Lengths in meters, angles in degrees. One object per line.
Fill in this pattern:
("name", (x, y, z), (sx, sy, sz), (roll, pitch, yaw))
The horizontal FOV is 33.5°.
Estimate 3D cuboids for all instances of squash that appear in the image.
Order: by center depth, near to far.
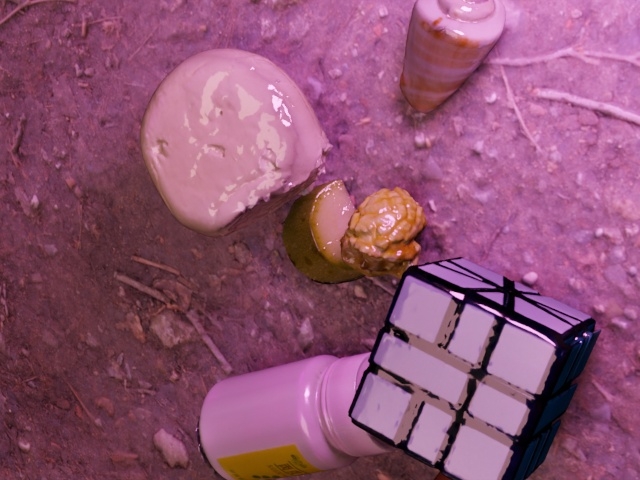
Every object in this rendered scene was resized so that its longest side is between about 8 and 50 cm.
("squash", (-0.010, 0.004, 1.968), (0.184, 0.085, 0.192), (-25, 90, 34))

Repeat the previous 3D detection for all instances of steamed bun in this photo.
("steamed bun", (-0.148, -0.187, 1.908), (0.334, 0.233, 0.312), (-24, 89, 26))

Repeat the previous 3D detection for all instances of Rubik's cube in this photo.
("Rubik's cube", (0.255, 0.209, 1.722), (0.294, 0.288, 0.283), (23, 101, 21))

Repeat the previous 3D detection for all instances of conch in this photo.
("conch", (0.196, -0.315, 1.718), (0.158, 0.127, 0.255), (34, 120, 18))

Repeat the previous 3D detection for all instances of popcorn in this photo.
("popcorn", (0.110, -0.008, 1.853), (0.142, 0.173, 0.173), (10, 111, 11))

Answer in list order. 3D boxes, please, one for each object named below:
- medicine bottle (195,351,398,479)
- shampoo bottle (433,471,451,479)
("medicine bottle", (-0.033, 0.333, 2.005), (0.379, 0.213, 0.213), (-18, 95, 35))
("shampoo bottle", (0.274, 0.412, 1.923), (0.085, 0.085, 0.244), (41, 119, 15))
